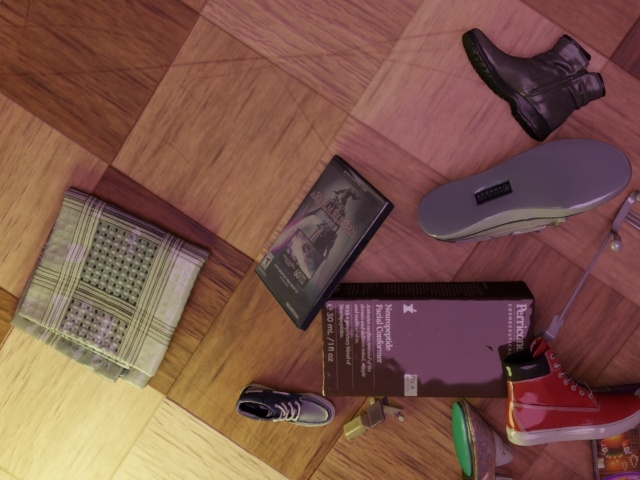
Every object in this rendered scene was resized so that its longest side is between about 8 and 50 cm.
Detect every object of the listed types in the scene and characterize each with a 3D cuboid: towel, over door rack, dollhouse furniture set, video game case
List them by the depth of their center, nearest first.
[{"bbox_3d":[0.572,0.106,1.510,0.239,0.108,0.324,34,89,0],"label":"over door rack"},{"bbox_3d":[0.000,0.000,1.548,0.026,0.196,0.274,25,105,-39],"label":"video game case"},{"bbox_3d":[-0.415,0.100,1.661,0.312,0.056,0.324,26,102,1],"label":"towel"},{"bbox_3d":[0.103,0.338,1.672,0.081,0.091,0.114,22,132,-38],"label":"dollhouse furniture set"}]

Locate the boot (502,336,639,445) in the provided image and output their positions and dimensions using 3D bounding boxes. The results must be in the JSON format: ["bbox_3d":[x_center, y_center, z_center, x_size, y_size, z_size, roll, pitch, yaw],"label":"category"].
[{"bbox_3d":[0.436,0.246,1.471,0.244,0.088,0.176,-6,100,-6],"label":"boot"}]

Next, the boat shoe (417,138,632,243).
[{"bbox_3d":[0.365,-0.065,1.515,0.367,0.156,0.136,-20,69,20],"label":"boat shoe"}]

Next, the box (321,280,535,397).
[{"bbox_3d":[0.192,0.181,1.573,0.381,0.143,0.191,-1,100,4],"label":"box"}]

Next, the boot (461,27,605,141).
[{"bbox_3d":[0.376,-0.310,1.511,0.161,0.083,0.246,-41,99,4],"label":"boot"}]

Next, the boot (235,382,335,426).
[{"bbox_3d":[-0.068,0.328,1.648,0.190,0.086,0.069,9,100,4],"label":"boot"}]

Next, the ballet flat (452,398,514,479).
[{"bbox_3d":[0.313,0.439,1.632,0.106,0.107,0.316,-8,105,-9],"label":"ballet flat"}]

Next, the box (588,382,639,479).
[{"bbox_3d":[0.655,0.364,1.595,0.293,0.057,0.201,-7,99,7],"label":"box"}]
